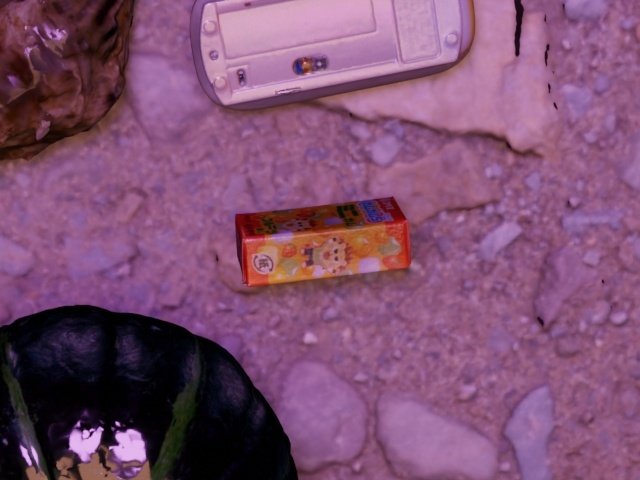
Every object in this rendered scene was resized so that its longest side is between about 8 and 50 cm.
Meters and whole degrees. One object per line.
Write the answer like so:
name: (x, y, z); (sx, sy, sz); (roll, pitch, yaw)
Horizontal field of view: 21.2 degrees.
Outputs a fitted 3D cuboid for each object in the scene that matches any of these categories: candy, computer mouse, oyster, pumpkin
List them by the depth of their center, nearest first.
oyster: (-0.205, -0.165, 1.133); (0.166, 0.094, 0.294); (11, 100, -3)
pumpkin: (-0.154, 0.201, 1.182); (0.315, 0.238, 0.315); (-1, 106, -3)
computer mouse: (0.008, -0.149, 1.189); (0.199, 0.045, 0.102); (-12, 110, -5)
candy: (0.000, 0.000, 1.228); (0.122, 0.062, 0.038); (-7, 109, -6)
